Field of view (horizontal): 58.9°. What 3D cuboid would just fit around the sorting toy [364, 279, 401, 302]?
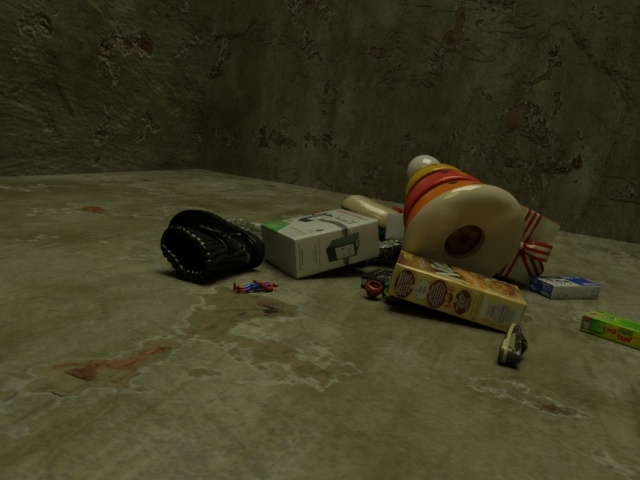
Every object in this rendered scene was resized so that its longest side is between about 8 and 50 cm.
[{"bbox_3d":[0.161,0.138,1.459,0.101,0.042,0.061,23,31,15],"label":"sorting toy"}]

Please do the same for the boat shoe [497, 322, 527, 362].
[{"bbox_3d":[0.403,0.219,1.176,0.049,0.056,0.152,18,24,23],"label":"boat shoe"}]

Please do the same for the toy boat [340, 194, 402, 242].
[{"bbox_3d":[0.220,-0.060,2.101,0.267,0.148,0.318,28,11,24],"label":"toy boat"}]

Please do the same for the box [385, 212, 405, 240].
[{"bbox_3d":[0.325,-0.037,1.902,0.170,0.091,0.130,7,-2,-36],"label":"box"}]

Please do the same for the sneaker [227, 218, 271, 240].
[{"bbox_3d":[-0.242,-0.022,1.900,0.235,0.090,0.094,6,-2,-27],"label":"sneaker"}]

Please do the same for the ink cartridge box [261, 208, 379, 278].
[{"bbox_3d":[0.000,0.000,1.676,0.289,0.122,0.211,-13,20,-30],"label":"ink cartridge box"}]

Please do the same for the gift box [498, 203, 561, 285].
[{"bbox_3d":[0.589,0.002,1.841,0.255,0.277,0.258,17,13,-20],"label":"gift box"}]

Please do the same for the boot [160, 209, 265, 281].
[{"bbox_3d":[-0.350,0.002,1.535,0.347,0.131,0.260,15,13,30],"label":"boot"}]

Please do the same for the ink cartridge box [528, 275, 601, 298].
[{"bbox_3d":[0.766,0.147,1.781,0.207,0.046,0.097,3,14,-25],"label":"ink cartridge box"}]

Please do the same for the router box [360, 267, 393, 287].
[{"bbox_3d":[0.179,0.113,1.575,0.092,0.038,0.122,13,13,28],"label":"router box"}]

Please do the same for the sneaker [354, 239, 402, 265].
[{"bbox_3d":[0.177,0.050,1.816,0.228,0.086,0.132,1,14,18],"label":"sneaker"}]

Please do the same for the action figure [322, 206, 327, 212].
[{"bbox_3d":[0.062,-0.035,2.009,0.280,0.139,0.091,10,10,24],"label":"action figure"}]

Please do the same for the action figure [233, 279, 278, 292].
[{"bbox_3d":[-0.155,0.111,1.392,0.115,0.030,0.038,2,7,-34],"label":"action figure"}]

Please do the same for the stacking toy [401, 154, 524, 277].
[{"bbox_3d":[0.356,-0.118,1.710,0.350,0.351,0.480,4,36,-17],"label":"stacking toy"}]

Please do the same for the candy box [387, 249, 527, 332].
[{"bbox_3d":[0.335,0.123,1.414,0.316,0.088,0.183,18,12,9],"label":"candy box"}]

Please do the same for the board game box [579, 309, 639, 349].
[{"bbox_3d":[0.748,0.223,1.394,0.181,0.043,0.092,17,15,42],"label":"board game box"}]

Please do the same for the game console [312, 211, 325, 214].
[{"bbox_3d":[0.041,-0.022,1.914,0.144,0.124,0.085,2,21,-22],"label":"game console"}]
